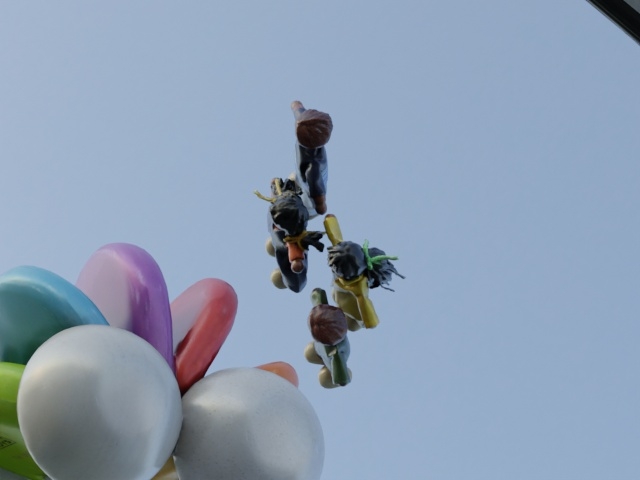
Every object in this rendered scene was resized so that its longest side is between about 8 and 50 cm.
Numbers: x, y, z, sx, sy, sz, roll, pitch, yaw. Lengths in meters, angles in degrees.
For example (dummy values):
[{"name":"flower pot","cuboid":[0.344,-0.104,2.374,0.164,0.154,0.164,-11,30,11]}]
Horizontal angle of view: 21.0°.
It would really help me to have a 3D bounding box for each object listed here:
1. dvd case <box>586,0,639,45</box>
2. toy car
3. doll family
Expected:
[{"name":"dvd case","cuboid":[0.119,-0.113,0.386,0.253,0.022,0.180,43,-49,14]},{"name":"toy car","cuboid":[-0.090,0.069,0.814,0.182,0.136,0.159,18,-26,-29]},{"name":"doll family","cuboid":[0.000,0.000,1.116,0.111,0.076,0.193,83,-19,-68]}]
